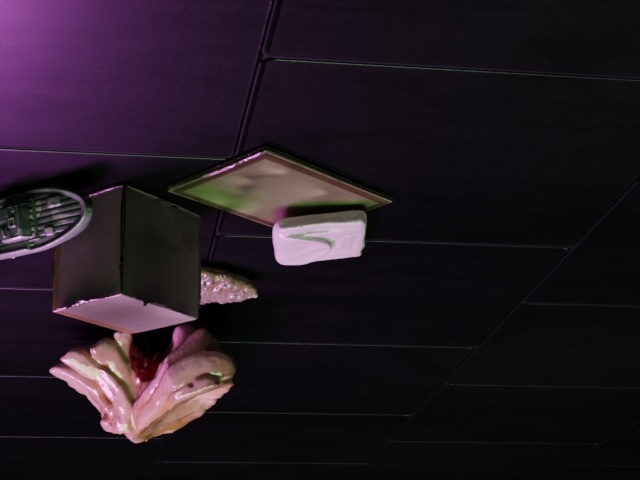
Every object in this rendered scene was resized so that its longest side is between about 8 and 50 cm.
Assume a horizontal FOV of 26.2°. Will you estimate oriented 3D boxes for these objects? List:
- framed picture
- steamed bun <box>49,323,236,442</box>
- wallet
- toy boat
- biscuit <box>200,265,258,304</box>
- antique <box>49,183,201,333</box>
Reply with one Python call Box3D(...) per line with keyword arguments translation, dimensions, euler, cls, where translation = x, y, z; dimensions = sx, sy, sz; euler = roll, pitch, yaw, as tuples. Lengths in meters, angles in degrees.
Box3D(translation=(-0.047, -0.056, 1.694), dimensions=(0.173, 0.010, 0.231), euler=(-18, 154, 38), cls="framed picture")
Box3D(translation=(-0.294, 0.224, 2.237), dimensions=(0.247, 0.189, 0.428), euler=(-29, 172, -17), cls="steamed bun")
Box3D(translation=(0.000, 0.000, 1.793), dimensions=(0.124, 0.032, 0.183), euler=(-8, 164, -2), cls="wallet")
Box3D(translation=(-0.380, -0.018, 1.678), dimensions=(0.260, 0.078, 0.085), euler=(-11, 172, 30), cls="toy boat")
Box3D(translation=(-0.226, 0.065, 1.976), dimensions=(0.250, 0.032, 0.133), euler=(-5, 158, 12), cls="biscuit")
Box3D(translation=(-0.249, 0.029, 1.720), dimensions=(0.148, 0.147, 0.152), euler=(-13, 157, 34), cls="antique")
